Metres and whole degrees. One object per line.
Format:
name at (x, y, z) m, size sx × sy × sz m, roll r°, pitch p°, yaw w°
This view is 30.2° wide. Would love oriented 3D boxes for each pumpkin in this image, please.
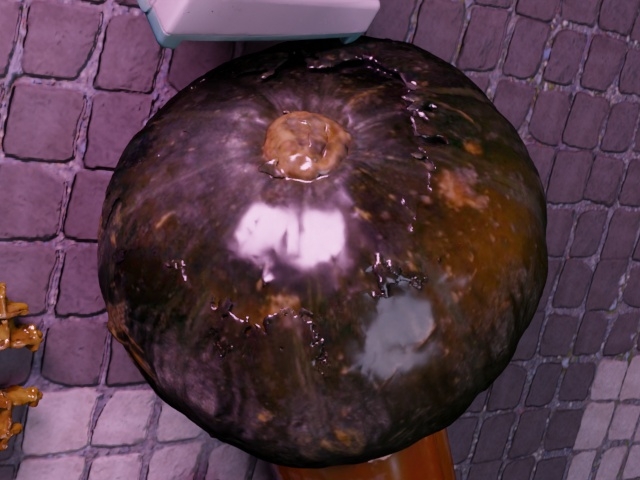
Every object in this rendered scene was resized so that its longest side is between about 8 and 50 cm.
pumpkin at (0.000, 0.000, 1.173) m, size 0.454 × 0.454 × 0.344 m, roll -45°, pitch 147°, yaw -15°

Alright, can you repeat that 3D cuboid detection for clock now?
clock at (-0.079, -0.310, 1.079) m, size 0.231 × 0.262 × 0.116 m, roll -8°, pitch 156°, yaw -37°

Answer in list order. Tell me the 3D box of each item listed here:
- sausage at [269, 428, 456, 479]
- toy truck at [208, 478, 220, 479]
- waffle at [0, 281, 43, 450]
sausage at (0.059, 0.307, 1.495) m, size 0.233 × 0.233 × 0.287 m, roll -30°, pitch 124°, yaw -26°
toy truck at (-0.087, 0.460, 1.476) m, size 0.146 × 0.175 × 0.367 m, roll -37°, pitch 129°, yaw -23°
waffle at (-0.379, 0.137, 1.157) m, size 0.231 × 0.051 × 0.229 m, roll -53°, pitch 134°, yaw -21°
